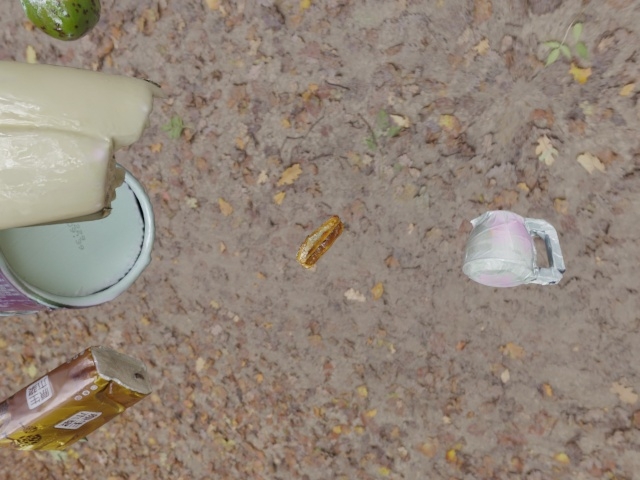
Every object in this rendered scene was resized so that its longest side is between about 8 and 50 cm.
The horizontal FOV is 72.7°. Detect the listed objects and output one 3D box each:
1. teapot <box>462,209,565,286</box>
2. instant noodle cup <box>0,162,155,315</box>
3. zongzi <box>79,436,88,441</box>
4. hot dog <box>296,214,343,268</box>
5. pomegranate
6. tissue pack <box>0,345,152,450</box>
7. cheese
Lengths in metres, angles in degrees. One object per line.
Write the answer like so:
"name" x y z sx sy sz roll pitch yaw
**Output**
"teapot" 0.468 0.012 1.068 0.221 0.163 0.178 -4 63 36
"instant noodle cup" -0.468 -0.024 0.746 0.265 0.339 0.340 1 108 39
"zongzi" -0.635 0.431 1.075 0.130 0.154 0.062 36 88 -31
"hot dog" -0.001 -0.001 0.965 0.038 0.144 0.062 25 156 39
"pomegranate" -0.747 -0.691 1.243 0.286 0.230 0.231 -131 48 -54
"tissue pack" -0.473 0.307 0.843 0.226 0.183 0.092 -31 61 -2
"cheese" -0.262 -0.074 0.392 0.266 0.233 0.127 7 104 60
